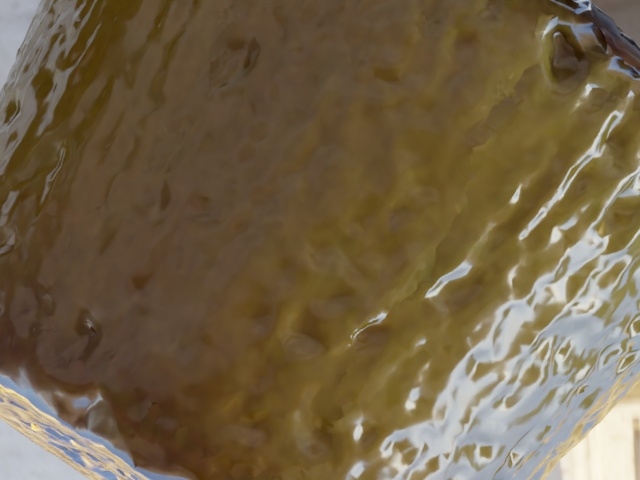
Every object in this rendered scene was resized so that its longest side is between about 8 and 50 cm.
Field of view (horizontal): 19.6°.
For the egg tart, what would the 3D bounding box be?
[{"bbox_3d":[0.000,0.000,0.501,0.215,0.215,0.171,26,-105,24],"label":"egg tart"}]
